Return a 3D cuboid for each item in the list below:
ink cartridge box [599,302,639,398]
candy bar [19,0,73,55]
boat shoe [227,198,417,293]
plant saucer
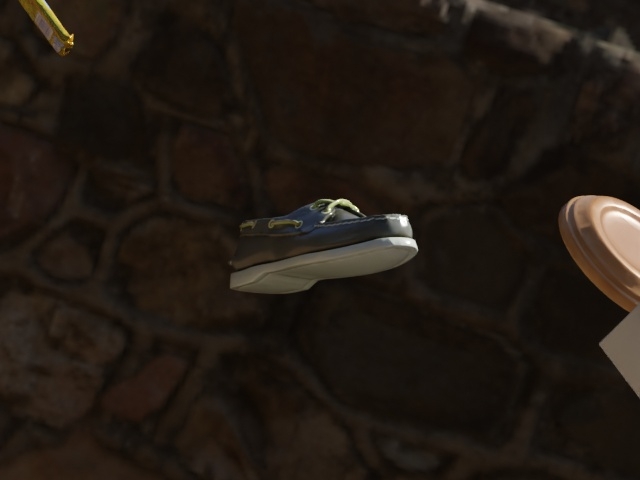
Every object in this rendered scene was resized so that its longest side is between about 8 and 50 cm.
[{"bbox_3d":[0.381,0.144,1.325,0.154,0.093,0.212,1,48,-50],"label":"ink cartridge box"},{"bbox_3d":[-0.360,-0.298,1.809,0.018,0.040,0.161,-26,73,-40],"label":"candy bar"},{"bbox_3d":[-0.004,-0.001,1.660,0.109,0.091,0.305,10,-15,-36],"label":"boat shoe"},{"bbox_3d":[0.376,0.016,1.734,0.200,0.037,0.200,26,35,-19],"label":"plant saucer"}]
